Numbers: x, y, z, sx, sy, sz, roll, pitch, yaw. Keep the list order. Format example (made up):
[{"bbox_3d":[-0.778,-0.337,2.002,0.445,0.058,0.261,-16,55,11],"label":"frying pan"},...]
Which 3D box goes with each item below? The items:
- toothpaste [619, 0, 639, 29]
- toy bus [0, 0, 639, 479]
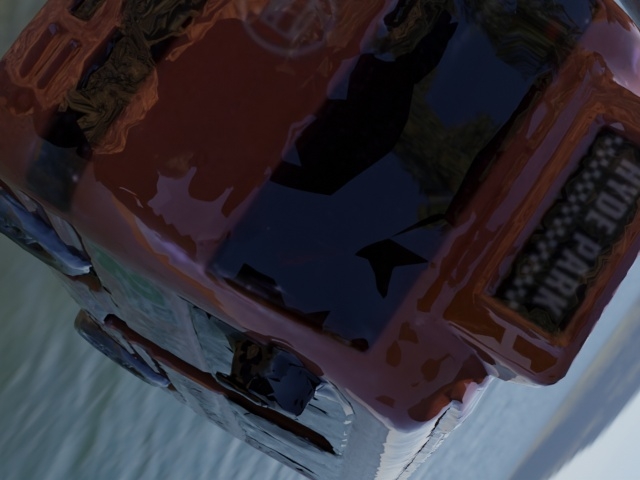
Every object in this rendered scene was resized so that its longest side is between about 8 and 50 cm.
[{"bbox_3d":[0.142,-0.170,0.516,0.080,0.371,0.125,-37,-167,24],"label":"toothpaste"},{"bbox_3d":[0.000,0.000,0.543,0.203,0.233,0.427,-55,171,-14],"label":"toy bus"}]
